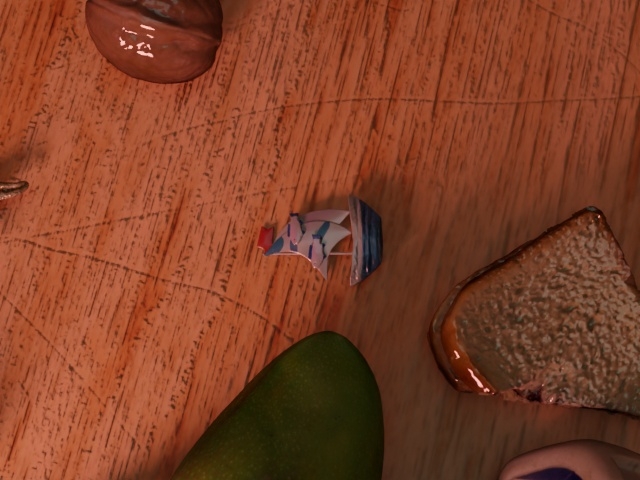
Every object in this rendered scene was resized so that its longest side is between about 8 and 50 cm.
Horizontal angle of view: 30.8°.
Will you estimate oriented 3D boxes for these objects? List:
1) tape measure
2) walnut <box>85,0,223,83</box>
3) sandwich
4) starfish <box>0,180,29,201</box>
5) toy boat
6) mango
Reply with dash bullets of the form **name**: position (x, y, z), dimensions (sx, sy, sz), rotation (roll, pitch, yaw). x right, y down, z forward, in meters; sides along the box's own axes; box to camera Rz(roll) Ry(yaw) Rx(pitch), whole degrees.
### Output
- **tape measure**: position (0.272, 0.331, 1.187), dimensions (0.125, 0.243, 0.246), rotation (24, 73, -25)
- **walnut**: position (-0.194, -0.256, 1.368), dimensions (0.162, 0.140, 0.140), rotation (21, 78, 16)
- **sandwich**: position (0.282, 0.134, 1.301), dimensions (0.254, 0.099, 0.288), rotation (-34, 80, -13)
- **starfish**: position (-0.441, -0.030, 1.355), dimensions (0.208, 0.053, 0.176), rotation (-30, 70, -7)
- **toy boat**: position (0.008, -0.009, 1.373), dimensions (0.149, 0.034, 0.105), rotation (20, 81, 17)
- **mango**: position (-0.051, 0.274, 1.212), dimensions (0.225, 0.201, 0.381), rotation (27, 77, -22)
